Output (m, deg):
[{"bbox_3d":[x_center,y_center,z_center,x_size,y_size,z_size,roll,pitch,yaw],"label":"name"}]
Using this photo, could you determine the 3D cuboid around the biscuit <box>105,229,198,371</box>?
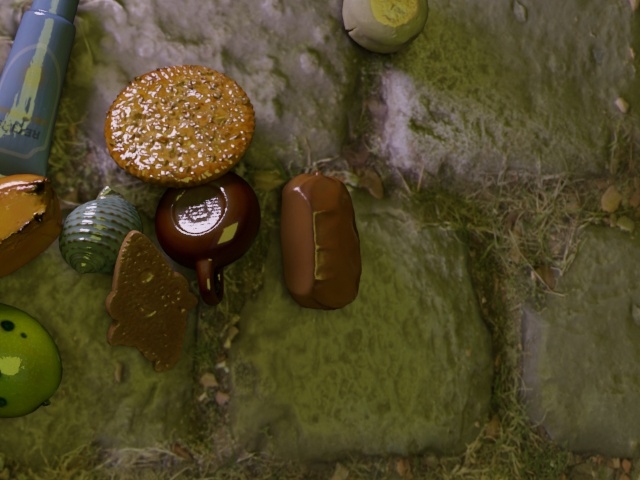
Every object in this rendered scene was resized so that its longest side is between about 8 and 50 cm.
[{"bbox_3d":[-0.282,0.100,1.860,0.162,0.035,0.250,-19,114,-27],"label":"biscuit"}]

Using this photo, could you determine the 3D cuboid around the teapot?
[{"bbox_3d":[-0.178,-0.009,1.880,0.178,0.135,0.252,-11,67,15],"label":"teapot"}]

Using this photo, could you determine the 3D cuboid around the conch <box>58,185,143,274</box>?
[{"bbox_3d":[-0.352,-0.008,1.856,0.135,0.102,0.153,38,77,-25],"label":"conch"}]

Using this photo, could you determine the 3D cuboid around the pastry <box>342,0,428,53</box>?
[{"bbox_3d":[0.116,-0.412,2.015,0.156,0.092,0.156,0,86,-7],"label":"pastry"}]

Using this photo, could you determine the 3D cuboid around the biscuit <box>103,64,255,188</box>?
[{"bbox_3d":[-0.232,-0.194,1.879,0.254,0.035,0.254,1,60,-2],"label":"biscuit"}]

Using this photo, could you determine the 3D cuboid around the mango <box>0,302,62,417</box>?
[{"bbox_3d":[-0.542,0.168,1.771,0.293,0.143,0.175,31,77,-1],"label":"mango"}]

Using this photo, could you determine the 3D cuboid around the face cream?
[{"bbox_3d":[-0.470,-0.265,1.855,0.135,0.086,0.385,17,86,-18],"label":"face cream"}]

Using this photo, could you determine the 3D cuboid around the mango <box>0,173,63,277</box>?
[{"bbox_3d":[-0.527,-0.013,1.784,0.252,0.126,0.154,-26,62,-2],"label":"mango"}]

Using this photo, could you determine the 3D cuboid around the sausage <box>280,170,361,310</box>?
[{"bbox_3d":[-0.001,0.000,1.932,0.136,0.120,0.241,-6,89,-48],"label":"sausage"}]
